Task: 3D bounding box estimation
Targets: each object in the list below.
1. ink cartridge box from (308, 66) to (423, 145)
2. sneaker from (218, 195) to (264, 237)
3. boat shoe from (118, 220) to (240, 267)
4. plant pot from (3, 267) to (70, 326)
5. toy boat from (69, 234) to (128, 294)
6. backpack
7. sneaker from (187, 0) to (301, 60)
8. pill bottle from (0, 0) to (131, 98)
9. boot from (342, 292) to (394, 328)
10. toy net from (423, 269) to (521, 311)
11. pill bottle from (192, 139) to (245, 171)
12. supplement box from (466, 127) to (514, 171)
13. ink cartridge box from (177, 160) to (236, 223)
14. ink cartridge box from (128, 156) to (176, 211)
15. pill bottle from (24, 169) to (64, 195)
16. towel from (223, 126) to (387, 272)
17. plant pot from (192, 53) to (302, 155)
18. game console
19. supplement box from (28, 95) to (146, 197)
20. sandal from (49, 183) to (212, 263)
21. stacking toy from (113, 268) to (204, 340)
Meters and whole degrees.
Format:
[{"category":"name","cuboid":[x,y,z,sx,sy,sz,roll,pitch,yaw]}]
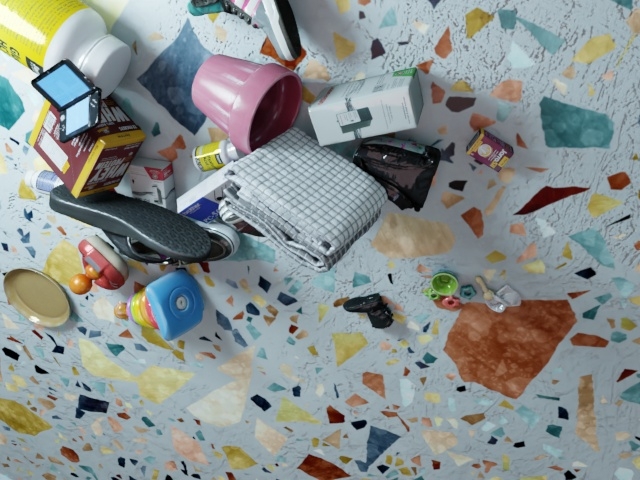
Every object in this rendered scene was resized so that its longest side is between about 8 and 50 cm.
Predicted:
[{"category":"ink cartridge box","cuboid":[0.097,-0.277,1.127,0.209,0.153,0.086,-7,120,21]},{"category":"sneaker","cuboid":[-0.097,-0.093,1.343,0.282,0.106,0.162,-20,152,2]},{"category":"boat shoe","cuboid":[-0.384,0.025,1.471,0.335,0.119,0.121,-2,120,17]},{"category":"plant pot","cuboid":[-0.915,0.180,1.773,0.237,0.032,0.236,7,123,11]},{"category":"toy boat","cuboid":[-0.634,0.090,1.525,0.151,0.151,0.231,45,159,-3]},{"category":"backpack","cuboid":[0.159,-0.160,1.204,0.182,0.115,0.151,17,112,5]},{"category":"sneaker","cuboid":[-0.171,-0.475,1.095,0.179,0.124,0.295,-21,106,21]},{"category":"pill bottle","cuboid":[-0.598,-0.460,1.191,0.334,0.188,0.188,33,124,-5]},{"category":"boot","cuboid":[0.132,0.197,1.476,0.121,0.045,0.099,-17,118,24]},{"category":"toy net","cuboid":[0.383,0.144,1.368,0.232,0.045,0.122,17,124,5]},{"category":"pill bottle","cuboid":[-0.244,-0.207,1.320,0.116,0.065,0.065,-10,118,21]},{"category":"supplement box","cuboid":[0.361,-0.193,1.167,0.083,0.043,0.055,29,123,-4]},{"category":"ink cartridge box","cuboid":[-0.253,-0.116,1.362,0.207,0.046,0.097,-28,149,29]},{"category":"ink cartridge box","cuboid":[-0.437,-0.140,1.421,0.099,0.056,0.135,9,123,11]},{"category":"pill bottle","cuboid":[-0.738,-0.156,1.492,0.120,0.067,0.067,15,124,7]},{"category":"towel","cuboid":[-0.034,-0.085,1.135,0.284,0.235,0.121,34,138,14]},{"category":"plant pot","cuboid":[-0.166,-0.304,1.173,0.180,0.201,0.201,31,125,14]},{"category":"game console","cuboid":[-0.541,-0.290,1.154,0.144,0.085,0.124,-14,74,33]},{"category":"supplement box","cuboid":[-0.564,-0.245,1.319,0.194,0.129,0.191,48,123,6]},{"category":"sandal","cuboid":[-0.469,-0.028,1.372,0.446,0.167,0.107,21,118,13]},{"category":"stacking toy","cuboid":[-0.507,0.199,1.611,0.302,0.166,0.175,-12,102,34]}]
